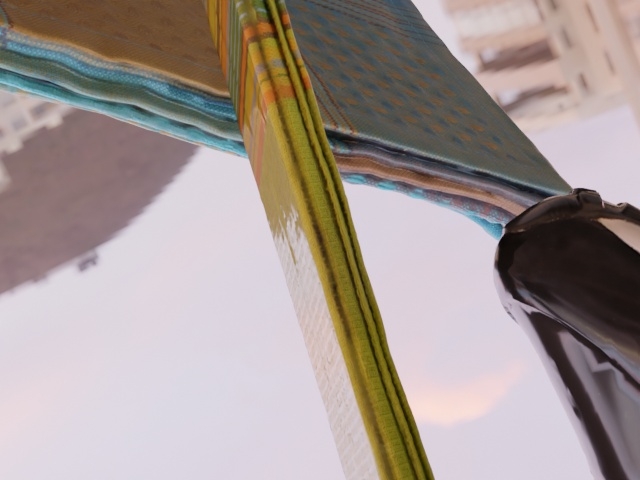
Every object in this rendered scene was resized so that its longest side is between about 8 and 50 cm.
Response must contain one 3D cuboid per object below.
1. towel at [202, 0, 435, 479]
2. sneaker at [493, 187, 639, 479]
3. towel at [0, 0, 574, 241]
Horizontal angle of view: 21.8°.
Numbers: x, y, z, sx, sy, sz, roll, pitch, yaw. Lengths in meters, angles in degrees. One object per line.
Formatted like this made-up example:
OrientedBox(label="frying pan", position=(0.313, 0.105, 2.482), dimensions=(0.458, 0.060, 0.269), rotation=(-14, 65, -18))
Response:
OrientedBox(label="towel", position=(0.000, 0.000, 0.500), dimensions=(0.021, 0.237, 0.102), rotation=(-15, 168, -6))
OrientedBox(label="sneaker", position=(0.117, 0.121, 0.408), dimensions=(0.124, 0.283, 0.107), rotation=(-39, 177, -2))
OrientedBox(label="towel", position=(-0.086, -0.116, 0.739), dimensions=(0.040, 0.370, 0.271), rotation=(-60, -145, 23))
